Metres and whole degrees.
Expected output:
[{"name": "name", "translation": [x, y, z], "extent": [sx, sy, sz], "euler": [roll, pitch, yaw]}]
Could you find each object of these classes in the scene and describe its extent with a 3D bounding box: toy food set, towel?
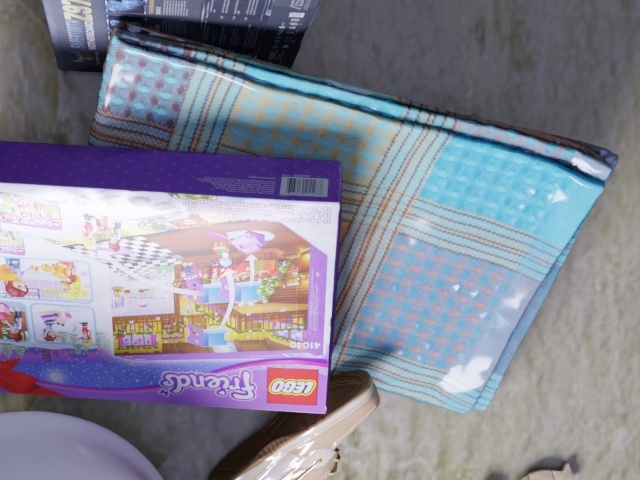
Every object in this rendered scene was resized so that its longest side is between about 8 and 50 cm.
[{"name": "toy food set", "translation": [0.163, 0.239, 1.016], "extent": [0.122, 0.019, 0.077], "euler": [-12, 96, -15]}, {"name": "towel", "translation": [0.000, 0.000, 0.896], "extent": [0.370, 0.040, 0.271], "euler": [14, 127, -10]}]

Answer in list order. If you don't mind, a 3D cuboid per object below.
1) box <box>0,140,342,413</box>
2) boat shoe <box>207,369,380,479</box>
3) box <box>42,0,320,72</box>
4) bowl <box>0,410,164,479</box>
[{"name": "box", "translation": [-0.134, 0.029, 0.869], "extent": [0.293, 0.057, 0.200], "euler": [4, 127, 0]}, {"name": "boat shoe", "translation": [-0.014, 0.169, 0.958], "extent": [0.170, 0.063, 0.059], "euler": [-37, 110, 17]}, {"name": "box", "translation": [-0.101, -0.173, 0.839], "extent": [0.184, 0.232, 0.059], "euler": [1, 81, -8]}, {"name": "bowl", "translation": [-0.196, 0.274, 0.806], "extent": [0.298, 0.134, 0.297], "euler": [-6, 101, -33]}]
